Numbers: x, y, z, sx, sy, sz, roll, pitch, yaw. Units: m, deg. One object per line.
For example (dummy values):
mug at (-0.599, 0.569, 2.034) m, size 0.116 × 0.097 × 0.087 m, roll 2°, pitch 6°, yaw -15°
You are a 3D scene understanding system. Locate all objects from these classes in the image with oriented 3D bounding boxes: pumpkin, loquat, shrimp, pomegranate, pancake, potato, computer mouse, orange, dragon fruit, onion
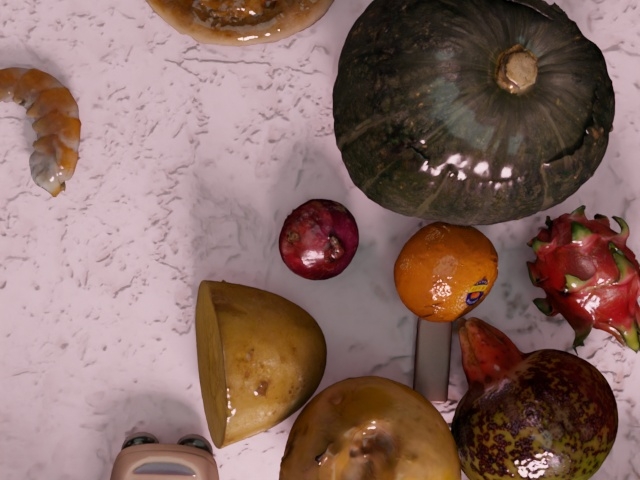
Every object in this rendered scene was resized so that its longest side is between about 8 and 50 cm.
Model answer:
pumpkin at (0.184, -0.165, 1.311) m, size 0.328 × 0.257 × 0.291 m, roll -3°, pitch 81°, yaw -12°
loquat at (0.063, 0.283, 1.338) m, size 0.244 × 0.244 × 0.243 m, roll 0°, pitch 94°, yaw -4°
shrimp at (-0.384, -0.137, 1.373) m, size 0.166 × 0.049 × 0.161 m, roll 2°, pitch 91°, yaw -3°
pomegranate at (0.247, 0.199, 1.366) m, size 0.214 × 0.214 × 0.247 m, roll -30°, pitch 90°, yaw -2°
pancake at (-0.104, -0.369, 1.377) m, size 0.283 × 0.049 × 0.282 m, roll 0°, pitch 94°, yaw -1°
potato at (-0.069, 0.142, 1.364) m, size 0.158 × 0.178 × 0.203 m, roll -9°, pitch 77°, yaw -18°
computer mouse at (-0.201, 0.363, 1.403) m, size 0.145 × 0.082 × 0.236 m, roll 1°, pitch 92°, yaw -4°
orange at (0.154, 0.037, 1.387) m, size 0.117 × 0.135 × 0.135 m, roll 33°, pitch 91°, yaw 28°
dragon fruit at (0.352, 0.069, 1.399) m, size 0.137 × 0.135 × 0.235 m, roll -25°, pitch 98°, yaw -6°
onion at (0.000, 0.000, 1.388) m, size 0.107 × 0.097 × 0.107 m, roll -7°, pitch 108°, yaw -21°

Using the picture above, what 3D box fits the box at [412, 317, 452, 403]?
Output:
box at (0.147, 0.156, 1.443) m, size 0.048 × 0.025 × 0.115 m, roll 3°, pitch 94°, yaw 1°
